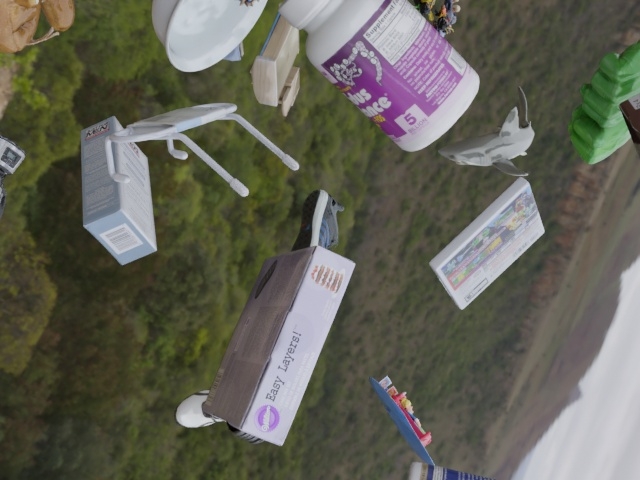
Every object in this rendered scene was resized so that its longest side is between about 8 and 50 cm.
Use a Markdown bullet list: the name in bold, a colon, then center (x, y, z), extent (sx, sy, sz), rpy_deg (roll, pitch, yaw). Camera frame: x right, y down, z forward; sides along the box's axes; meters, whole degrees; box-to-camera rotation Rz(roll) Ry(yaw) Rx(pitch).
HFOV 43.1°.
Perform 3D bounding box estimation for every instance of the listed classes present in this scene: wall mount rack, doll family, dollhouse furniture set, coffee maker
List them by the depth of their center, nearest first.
- **wall mount rack**: center (-0.227, -0.178, 1.560), extent (0.350, 0.304, 0.130), rpy_deg (-38, 127, -58)
- **coffee maker**: center (-0.679, -0.124, 1.560), extent (0.120, 0.171, 0.178), rpy_deg (98, 10, -71)
- **doll family**: center (0.240, -0.472, 1.681), extent (0.193, 0.076, 0.111), rpy_deg (58, 40, -35)
- **dollhouse furniture set**: center (-0.220, -0.428, 1.925), extent (0.286, 0.303, 0.198), rpy_deg (91, 14, -54)

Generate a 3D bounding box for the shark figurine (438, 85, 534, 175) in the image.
- **shark figurine**: center (0.382, -0.224, 1.624), extent (0.278, 0.166, 0.116), rpy_deg (-32, 135, -39)

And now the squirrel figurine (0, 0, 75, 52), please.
- **squirrel figurine**: center (-0.596, -0.568, 1.557), extent (0.370, 0.281, 0.397), rpy_deg (-81, -179, -47)

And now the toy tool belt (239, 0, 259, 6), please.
- **toy tool belt**: center (-0.122, -0.423, 1.376), extent (0.083, 0.052, 0.051), rpy_deg (-5, 162, -29)

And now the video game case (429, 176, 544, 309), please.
- **video game case**: center (0.278, 0.010, 1.334), extent (0.201, 0.023, 0.183), rpy_deg (-43, 146, -1)

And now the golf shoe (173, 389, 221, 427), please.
- **golf shoe**: center (-0.216, 0.351, 1.731), extent (0.094, 0.198, 0.077), rpy_deg (137, -61, -75)

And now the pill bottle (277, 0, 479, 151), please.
- **pill bottle**: center (0.085, -0.291, 1.238), extent (0.169, 0.301, 0.169), rpy_deg (-44, -165, 16)

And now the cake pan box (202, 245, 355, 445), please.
- **cake pan box**: center (-0.068, 0.143, 1.120), extent (0.267, 0.070, 0.246), rpy_deg (-68, -166, -14)

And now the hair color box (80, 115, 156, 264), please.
- **hair color box**: center (-0.548, -0.139, 2.192), extent (0.185, 0.113, 0.374), rpy_deg (59, 12, -48)

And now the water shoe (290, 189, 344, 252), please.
- **water shoe**: center (0.000, 0.000, 1.533), extent (0.073, 0.080, 0.203), rpy_deg (-22, -132, 52)

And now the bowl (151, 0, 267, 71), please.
- **bowl**: center (-0.243, -0.502, 1.651), extent (0.298, 0.134, 0.298), rpy_deg (-45, 166, -15)

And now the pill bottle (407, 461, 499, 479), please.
- **pill bottle**: center (0.172, 0.304, 0.877), extent (0.094, 0.169, 0.094), rpy_deg (11, 90, -81)

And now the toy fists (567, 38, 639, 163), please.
- **toy fists**: center (0.509, -0.237, 1.416), extent (0.142, 0.096, 0.279), rpy_deg (-41, 159, -13)

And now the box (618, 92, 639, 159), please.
- **box**: center (0.561, -0.119, 1.169), extent (0.203, 0.167, 0.168), rpy_deg (57, 20, -28)

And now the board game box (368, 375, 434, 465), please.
- **board game box**: center (0.136, 0.271, 1.247), extent (0.033, 0.169, 0.133), rpy_deg (-34, -164, -10)
